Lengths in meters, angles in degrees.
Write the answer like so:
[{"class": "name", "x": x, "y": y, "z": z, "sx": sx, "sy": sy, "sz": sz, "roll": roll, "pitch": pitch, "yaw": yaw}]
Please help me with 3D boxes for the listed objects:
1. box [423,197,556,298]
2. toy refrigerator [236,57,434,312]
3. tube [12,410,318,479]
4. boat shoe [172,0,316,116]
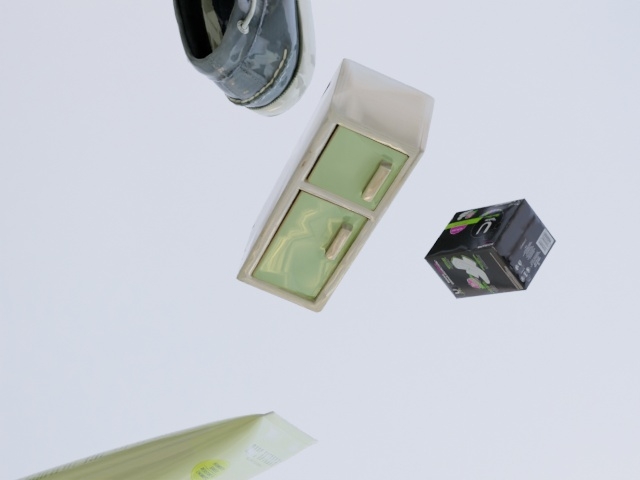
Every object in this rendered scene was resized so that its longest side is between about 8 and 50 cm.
[{"class": "box", "x": 0.142, "y": 0.008, "z": 1.071, "sx": 0.083, "sy": 0.062, "sz": 0.052, "roll": -11, "pitch": -56, "yaw": 51}, {"class": "toy refrigerator", "x": 0.010, "y": -0.046, "z": 1.305, "sx": 0.094, "sy": 0.102, "sz": 0.269, "roll": -75, "pitch": -168, "yaw": -45}, {"class": "tube", "x": -0.124, "y": 0.156, "z": 0.792, "sx": 0.240, "sy": 0.070, "sz": 0.062, "roll": -21, "pitch": -73, "yaw": 8}, {"class": "boat shoe", "x": -0.083, "y": -0.257, "z": 1.086, "sx": 0.116, "sy": 0.099, "sz": 0.319, "roll": -30, "pitch": -121, "yaw": 34}]
